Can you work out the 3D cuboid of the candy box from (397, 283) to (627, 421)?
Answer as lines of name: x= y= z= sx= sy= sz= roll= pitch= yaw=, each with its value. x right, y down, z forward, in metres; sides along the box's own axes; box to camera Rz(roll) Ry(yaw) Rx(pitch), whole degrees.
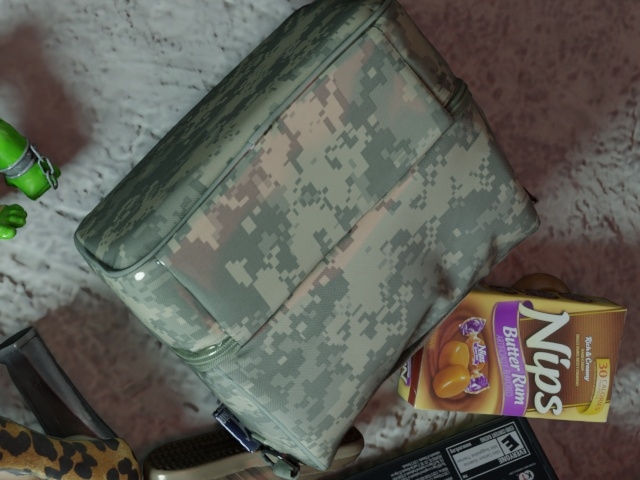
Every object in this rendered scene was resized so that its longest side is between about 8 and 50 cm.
candy box: x=0.170 y=0.097 z=1.111 sx=0.187 sy=0.053 sz=0.109 roll=6 pitch=98 yaw=-16

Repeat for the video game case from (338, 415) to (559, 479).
video game case: x=0.109 y=0.301 z=1.063 sx=0.275 sy=0.035 sz=0.248 roll=-18 pitch=67 yaw=-20

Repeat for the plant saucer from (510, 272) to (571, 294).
plant saucer: x=0.203 y=0.072 z=1.155 sx=0.083 sy=0.015 sz=0.083 roll=-3 pitch=98 yaw=-22

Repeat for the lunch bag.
lunch bag: x=0.000 y=0.000 z=0.957 sx=0.305 sy=0.212 sz=0.256 roll=-47 pitch=110 yaw=-9

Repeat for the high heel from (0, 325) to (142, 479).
high heel: x=-0.230 y=0.202 z=0.903 sx=0.186 sy=0.093 sz=0.261 roll=58 pitch=38 yaw=-14

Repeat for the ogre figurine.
ogre figurine: x=-0.297 y=-0.039 z=0.903 sx=0.197 sy=0.097 sz=0.118 roll=-22 pitch=123 yaw=-3

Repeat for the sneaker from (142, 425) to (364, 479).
sneaker: x=-0.056 y=0.195 z=1.051 sx=0.188 sy=0.066 sz=0.071 roll=-6 pitch=116 yaw=-16
